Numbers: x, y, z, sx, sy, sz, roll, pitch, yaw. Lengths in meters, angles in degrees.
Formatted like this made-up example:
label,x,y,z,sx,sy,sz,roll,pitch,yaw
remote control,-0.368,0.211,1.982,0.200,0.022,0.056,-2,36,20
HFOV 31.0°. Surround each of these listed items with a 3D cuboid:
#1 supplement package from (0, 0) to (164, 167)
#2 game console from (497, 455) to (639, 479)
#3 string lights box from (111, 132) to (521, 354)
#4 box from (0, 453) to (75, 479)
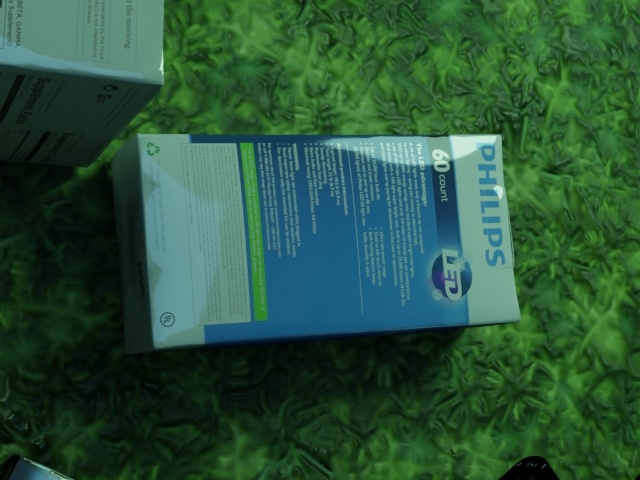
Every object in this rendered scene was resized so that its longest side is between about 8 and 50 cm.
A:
label,x,y,z,sx,sy,sz,roll,pitch,yaw
supplement package,-0.177,-0.193,0.654,0.145,0.204,0.262,5,79,-22
game console,0.245,0.219,0.858,0.361,0.044,0.213,-35,96,-25
string lights box,0.000,0.000,0.769,0.259,0.076,0.134,-2,82,-24
box,-0.176,0.243,0.675,0.114,0.036,0.207,31,71,-16
